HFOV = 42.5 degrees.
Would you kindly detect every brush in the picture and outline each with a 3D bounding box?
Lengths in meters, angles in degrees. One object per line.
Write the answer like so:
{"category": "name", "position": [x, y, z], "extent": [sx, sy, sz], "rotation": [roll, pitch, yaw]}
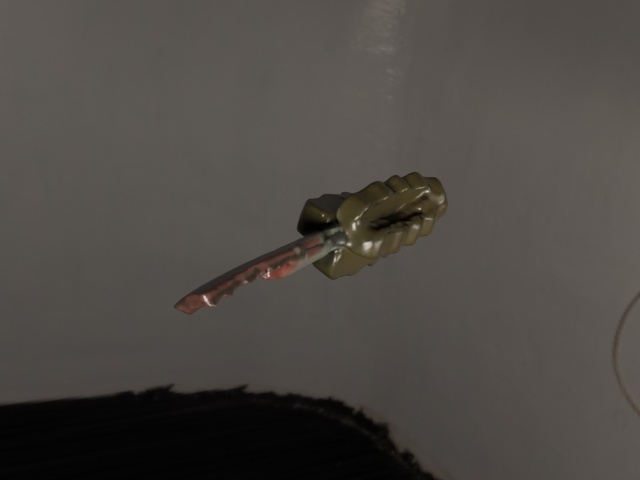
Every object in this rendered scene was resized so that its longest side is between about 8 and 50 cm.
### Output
{"category": "brush", "position": [0.000, 0.000, 0.611], "extent": [0.084, 0.301, 0.071], "rotation": [-25, 88, 36]}
